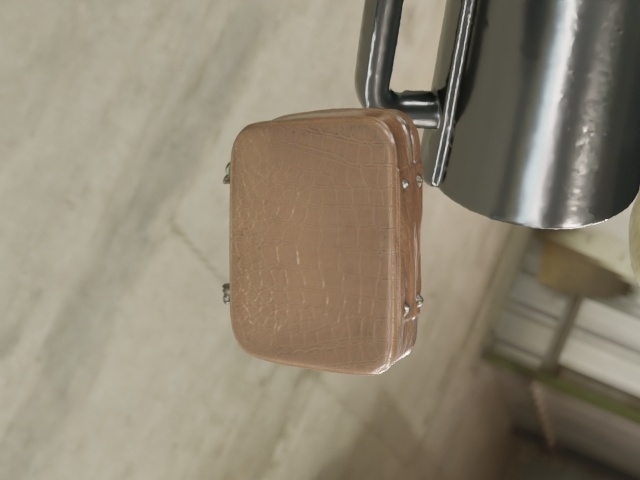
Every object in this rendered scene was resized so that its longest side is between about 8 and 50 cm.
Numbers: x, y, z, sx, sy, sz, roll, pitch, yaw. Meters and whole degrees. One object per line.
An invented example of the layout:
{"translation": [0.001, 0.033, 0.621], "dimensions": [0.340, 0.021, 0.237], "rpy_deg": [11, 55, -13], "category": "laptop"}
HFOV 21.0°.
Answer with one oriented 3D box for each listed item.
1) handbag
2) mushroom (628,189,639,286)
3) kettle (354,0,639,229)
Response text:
{"translation": [0.000, 0.000, 1.283], "dimensions": [0.072, 0.151, 0.193], "rpy_deg": [-27, 116, -69], "category": "handbag"}
{"translation": [0.425, -0.064, 1.735], "dimensions": [0.315, 0.356, 0.315], "rpy_deg": [-25, 139, -24], "category": "mushroom"}
{"translation": [0.179, -0.195, 1.533], "dimensions": [0.203, 0.262, 0.308], "rpy_deg": [-65, 163, -52], "category": "kettle"}
